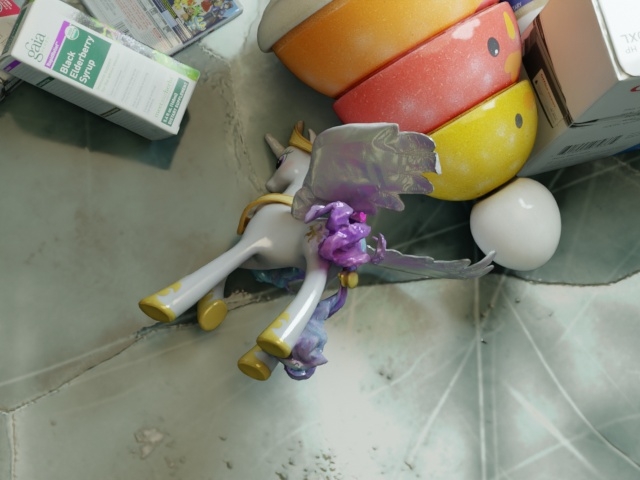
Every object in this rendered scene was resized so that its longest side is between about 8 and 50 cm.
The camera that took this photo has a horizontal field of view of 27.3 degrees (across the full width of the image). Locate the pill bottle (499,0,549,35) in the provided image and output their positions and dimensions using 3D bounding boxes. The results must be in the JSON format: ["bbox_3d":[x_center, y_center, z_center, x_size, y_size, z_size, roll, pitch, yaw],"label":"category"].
[{"bbox_3d":[0.302,-0.420,1.871,0.153,0.153,0.265,-15,79,-13],"label":"pill bottle"}]

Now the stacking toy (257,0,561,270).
[{"bbox_3d":[0.172,-0.177,1.725,0.350,0.350,0.480,-33,95,-15],"label":"stacking toy"}]

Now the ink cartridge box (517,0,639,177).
[{"bbox_3d":[0.421,-0.239,1.721,0.285,0.395,0.166,-14,79,-13],"label":"ink cartridge box"}]

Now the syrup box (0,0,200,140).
[{"bbox_3d":[-0.289,-0.223,1.713,0.237,0.096,0.093,25,78,-23],"label":"syrup box"}]

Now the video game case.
[{"bbox_3d":[-0.237,-0.352,1.830,0.183,0.023,0.201,-34,83,-15],"label":"video game case"}]

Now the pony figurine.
[{"bbox_3d":[0.000,0.000,1.652,0.351,0.303,0.363,14,57,33],"label":"pony figurine"}]

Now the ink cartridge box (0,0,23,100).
[{"bbox_3d":[-0.447,-0.245,1.746,0.109,0.063,0.150,45,73,2],"label":"ink cartridge box"}]
